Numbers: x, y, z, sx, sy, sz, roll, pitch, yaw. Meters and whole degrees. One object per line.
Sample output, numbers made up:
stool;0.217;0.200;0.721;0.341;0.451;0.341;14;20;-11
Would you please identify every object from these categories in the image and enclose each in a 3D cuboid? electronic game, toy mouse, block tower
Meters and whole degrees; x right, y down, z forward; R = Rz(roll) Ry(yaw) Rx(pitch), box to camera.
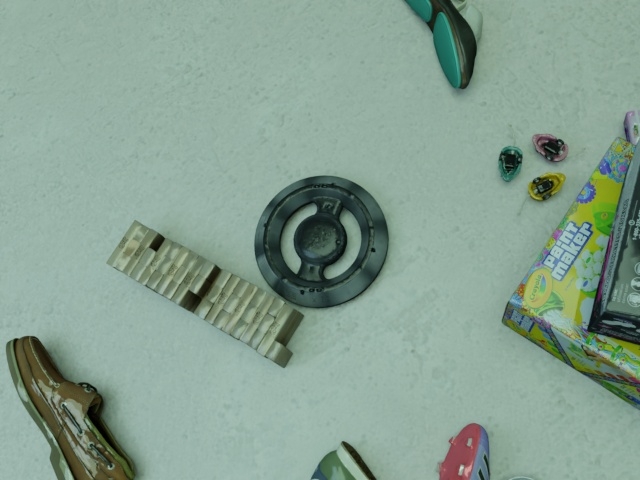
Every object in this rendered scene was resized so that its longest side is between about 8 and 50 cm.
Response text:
electronic game;0.000;0.000;1.194;0.229;0.048;0.229;-3;74;10
toy mouse;0.350;-0.133;1.179;0.161;0.031;0.143;-32;70;-1
block tower;-0.184;0.086;1.179;0.335;0.091;0.097;29;81;17

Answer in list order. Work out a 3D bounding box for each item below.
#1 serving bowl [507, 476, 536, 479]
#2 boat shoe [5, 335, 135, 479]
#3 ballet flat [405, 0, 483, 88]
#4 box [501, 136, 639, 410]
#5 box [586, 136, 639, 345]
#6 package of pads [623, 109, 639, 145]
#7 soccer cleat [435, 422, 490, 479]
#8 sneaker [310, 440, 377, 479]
serving bowl;0.293;0.385;1.030;0.083;0.027;0.083;-3;73;10
boat shoe;-0.402;0.277;1.159;0.104;0.111;0.307;-31;80;-4
ballet flat;0.227;-0.396;1.256;0.096;0.095;0.280;-19;70;-9
box;0.460;0.061;1.021;0.279;0.177;0.290;34;82;18
box;0.441;0.007;0.874;0.163;0.142;0.247;15;75;17
package of pads;0.513;-0.164;1.148;0.032;0.050;0.083;-8;72;14
soccer cleat;0.213;0.393;1.026;0.095;0.083;0.248;22;71;-14
sneaker;0.059;0.401;1.054;0.086;0.064;0.192;-39;70;5
